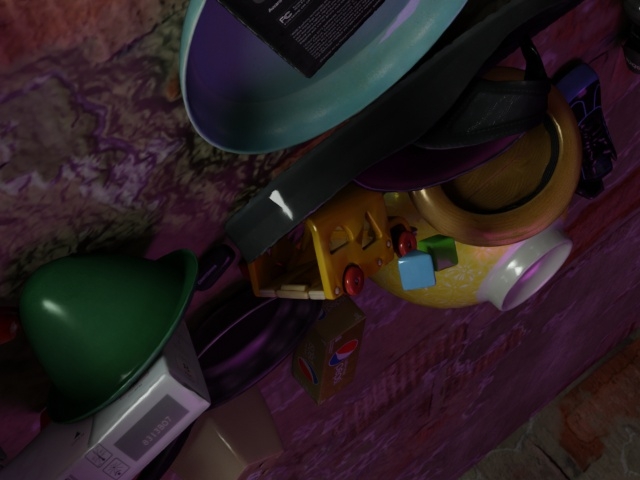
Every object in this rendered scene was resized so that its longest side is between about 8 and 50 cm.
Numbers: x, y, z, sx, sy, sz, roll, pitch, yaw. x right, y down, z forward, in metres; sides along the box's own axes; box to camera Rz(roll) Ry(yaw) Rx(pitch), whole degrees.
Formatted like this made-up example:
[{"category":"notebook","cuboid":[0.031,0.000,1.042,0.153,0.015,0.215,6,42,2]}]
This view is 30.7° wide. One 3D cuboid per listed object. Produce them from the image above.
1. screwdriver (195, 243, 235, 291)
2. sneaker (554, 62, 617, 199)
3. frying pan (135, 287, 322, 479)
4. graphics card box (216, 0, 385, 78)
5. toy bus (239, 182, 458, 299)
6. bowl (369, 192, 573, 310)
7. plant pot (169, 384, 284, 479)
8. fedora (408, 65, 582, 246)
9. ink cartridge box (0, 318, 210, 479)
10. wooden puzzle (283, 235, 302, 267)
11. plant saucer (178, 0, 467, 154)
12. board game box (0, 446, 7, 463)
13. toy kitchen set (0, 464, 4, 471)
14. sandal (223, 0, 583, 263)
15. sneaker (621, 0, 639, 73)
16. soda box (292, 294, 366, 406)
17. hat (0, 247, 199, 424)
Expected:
[{"category":"screwdriver","cuboid":[-0.142,0.063,1.114,0.170,0.024,0.025,-42,129,17]},{"category":"sneaker","cuboid":[0.328,-0.131,1.439,0.081,0.090,0.232,-39,158,-8]},{"category":"frying pan","cuboid":[-0.106,0.154,1.290,0.197,0.053,0.326,-21,152,-42]},{"category":"graphics card box","cuboid":[-0.030,-0.253,0.563,0.233,0.094,0.371,-46,149,8]},{"category":"toy bus","cuboid":[0.016,-0.016,1.106,0.191,0.104,0.202,-14,-164,-9]},{"category":"bowl","cuboid":[0.199,-0.011,1.360,0.289,0.156,0.289,-35,157,-17]},{"category":"plant pot","cuboid":[-0.109,0.247,1.394,0.109,0.096,0.109,-11,142,-52]},{"category":"fedora","cuboid":[0.172,-0.085,1.204,0.194,0.194,0.079,-40,-175,-7]},{"category":"ink cartridge box","cuboid":[-0.191,0.132,0.983,0.189,0.232,0.066,-44,120,6]},{"category":"wooden puzzle","cuboid":[0.000,0.000,1.237,0.116,0.014,0.078,-8,144,-54]},{"category":"plant saucer","cuboid":[0.017,-0.197,0.866,0.317,0.044,0.318,-36,157,-18]},{"category":"board game box","cuboid":[-0.432,0.215,0.836,0.318,0.066,0.318,-41,158,-4]},{"category":"toy kitchen set","cuboid":[-0.311,0.288,1.145,0.122,0.166,0.207,-41,114,-4]},{"category":"sandal","cuboid":[0.100,-0.093,1.026,0.445,0.107,0.167,-39,-179,-32]},{"category":"sneaker","cuboid":[0.397,-0.241,1.371,0.106,0.078,0.234,-55,157,22]},{"category":"soda box","cuboid":[0.009,0.131,1.429,0.061,0.058,0.181,-33,157,-22]},{"category":"hat","cuboid":[-0.218,0.027,0.904,0.173,0.183,0.208,-39,-157,18]}]
